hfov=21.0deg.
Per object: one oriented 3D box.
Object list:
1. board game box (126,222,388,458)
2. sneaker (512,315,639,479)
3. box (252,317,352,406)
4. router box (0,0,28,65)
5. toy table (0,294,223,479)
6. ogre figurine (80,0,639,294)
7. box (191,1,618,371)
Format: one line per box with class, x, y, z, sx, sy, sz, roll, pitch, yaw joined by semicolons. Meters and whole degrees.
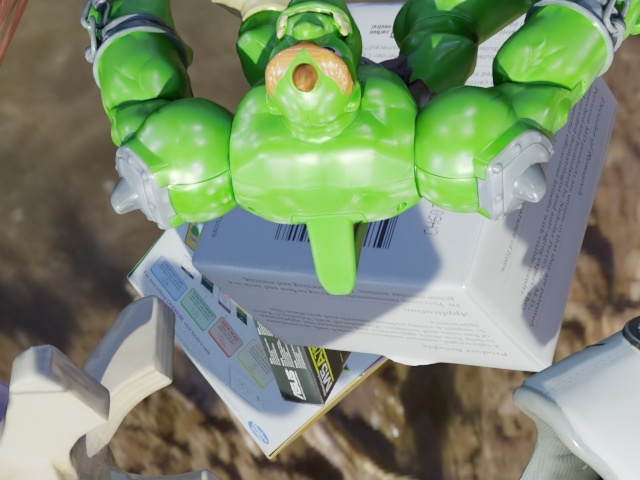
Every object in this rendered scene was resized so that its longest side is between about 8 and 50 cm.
board game box;-0.038;0.046;1.656;0.064;0.316;0.242;-34;83;-38
sneaker;0.110;0.179;0.683;0.146;0.330;0.122;-9;22;-25
box;0.000;0.000;1.353;0.045;0.190;0.184;9;47;28
router box;-0.344;-0.185;1.040;0.335;0.082;0.301;18;69;0
toy table;-0.180;0.167;1.224;0.161;0.274;0.252;-22;59;24
ogre figurine;0.010;-0.052;0.580;0.197;0.097;0.118;12;45;-3
box;0.052;-0.034;0.989;0.181;0.119;0.182;4;66;32
